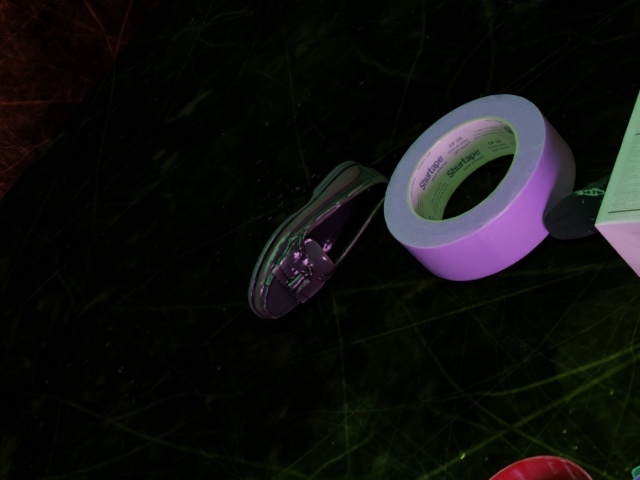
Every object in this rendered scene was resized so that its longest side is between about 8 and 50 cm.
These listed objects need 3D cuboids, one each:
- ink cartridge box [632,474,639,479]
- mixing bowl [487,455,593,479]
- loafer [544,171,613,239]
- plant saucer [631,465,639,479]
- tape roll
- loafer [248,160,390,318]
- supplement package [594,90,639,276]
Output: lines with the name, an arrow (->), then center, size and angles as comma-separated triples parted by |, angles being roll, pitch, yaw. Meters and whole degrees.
ink cartridge box -> 0.381, 0.282, 1.144 | 0.206, 0.045, 0.208 | -36, 49, -9
mixing bowl -> 0.245, 0.335, 1.285 | 0.181, 0.098, 0.181 | -30, 37, 25
loafer -> 0.376, -0.053, 1.586 | 0.170, 0.062, 0.061 | -30, -2, 35
plant saucer -> 0.425, 0.227, 1.268 | 0.192, 0.018, 0.067 | -34, 36, 18
tape roll -> 0.228, -0.079, 1.736 | 0.275, 0.090, 0.274 | -29, 39, 26
loafer -> 0.000, 0.000, 1.900 | 0.095, 0.109, 0.302 | 18, 67, 50
supplement package -> 0.453, -0.085, 1.449 | 0.139, 0.134, 0.244 | -4, 53, 47
